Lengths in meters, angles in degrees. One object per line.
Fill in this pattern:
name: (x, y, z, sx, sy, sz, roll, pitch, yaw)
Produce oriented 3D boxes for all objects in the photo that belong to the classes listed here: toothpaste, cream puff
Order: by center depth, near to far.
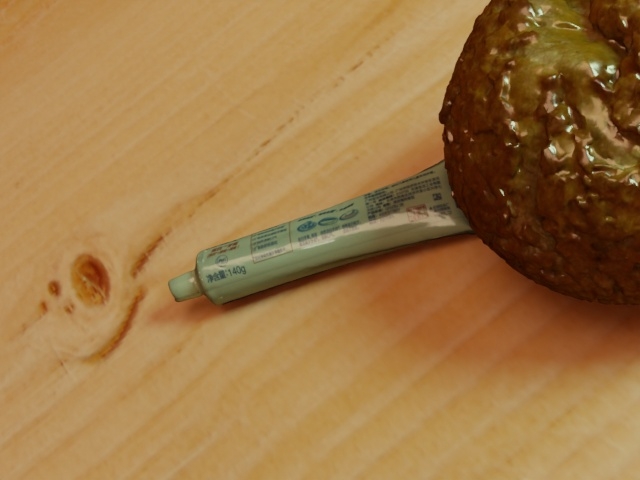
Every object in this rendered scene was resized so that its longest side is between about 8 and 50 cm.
cream puff: (0.225, -0.098, 0.801, 0.303, 0.212, 0.303, -16, 52, 21)
toothpaste: (0.000, -0.001, 0.952, 0.268, 0.047, 0.069, -19, 29, 10)
